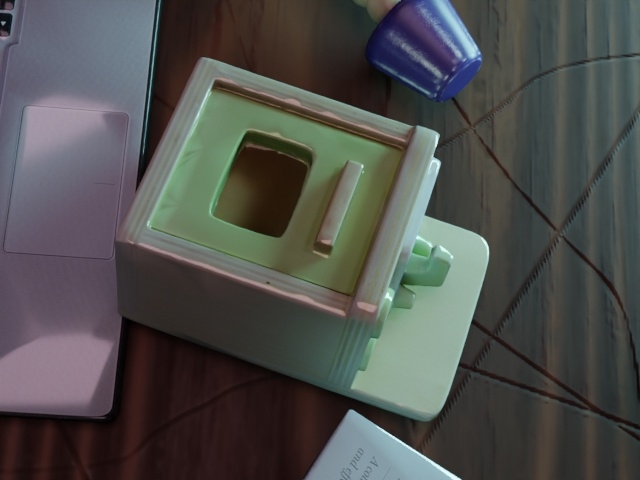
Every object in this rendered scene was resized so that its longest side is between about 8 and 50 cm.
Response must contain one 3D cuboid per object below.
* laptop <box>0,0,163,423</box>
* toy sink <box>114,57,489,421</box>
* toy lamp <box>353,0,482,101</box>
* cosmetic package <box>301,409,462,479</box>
[{"bbox_3d":[-0.322,-0.105,0.829,0.408,0.236,0.382,4,69,-3],"label":"laptop"},{"bbox_3d":[0.000,0.000,0.860,0.234,0.131,0.152,20,62,3],"label":"toy sink"},{"bbox_3d":[0.013,-0.214,0.984,0.080,0.080,0.274,-37,75,-17],"label":"toy lamp"},{"bbox_3d":[0.035,0.319,0.680,0.284,0.097,0.377,33,58,4],"label":"cosmetic package"}]
